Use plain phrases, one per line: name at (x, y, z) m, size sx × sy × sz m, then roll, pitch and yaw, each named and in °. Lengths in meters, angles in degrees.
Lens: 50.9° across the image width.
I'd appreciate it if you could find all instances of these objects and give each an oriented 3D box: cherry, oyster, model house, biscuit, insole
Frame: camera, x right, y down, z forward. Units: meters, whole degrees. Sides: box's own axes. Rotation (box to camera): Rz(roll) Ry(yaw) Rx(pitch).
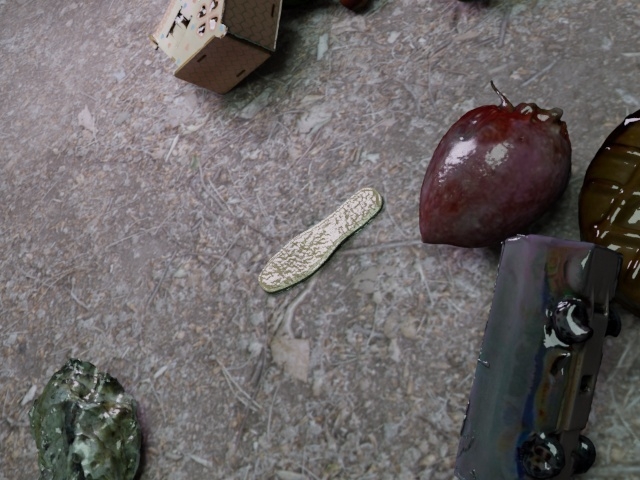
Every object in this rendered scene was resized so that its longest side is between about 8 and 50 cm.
cherry at (0.230, -0.085, 0.930) m, size 0.249 × 0.175 × 0.192 m, roll -45°, pitch 42°, yaw -2°
oyster at (-0.370, 0.316, 1.042) m, size 0.198 × 0.112 × 0.268 m, roll -45°, pitch 55°, yaw -3°
model house at (-0.178, -0.448, 1.332) m, size 0.326 × 0.169 × 0.244 m, roll -57°, pitch 46°, yaw 18°
biscuit at (0.470, -0.063, 0.830) m, size 0.268 × 0.115 × 0.366 m, roll 31°, pitch 78°, yaw 36°
insole at (0.000, 0.000, 1.100) m, size 0.248 × 0.011 × 0.081 m, roll -40°, pitch 51°, yaw 0°

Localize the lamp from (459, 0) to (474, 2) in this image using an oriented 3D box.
lamp at (0.242, -0.519, 1.220) m, size 0.121 × 0.121 × 0.214 m, roll -23°, pitch 45°, yaw 14°

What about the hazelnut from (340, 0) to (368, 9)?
hazelnut at (0.064, -0.499, 1.323) m, size 0.086 × 0.086 × 0.086 m, roll -13°, pitch 57°, yaw 20°

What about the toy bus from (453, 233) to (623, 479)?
toy bus at (0.247, 0.153, 0.768) m, size 0.138 × 0.112 × 0.316 m, roll 13°, pitch 89°, yaw 43°

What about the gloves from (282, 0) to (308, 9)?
gloves at (-0.063, -0.541, 1.399) m, size 0.135 × 0.107 × 0.268 m, roll -45°, pitch 34°, yaw -14°
